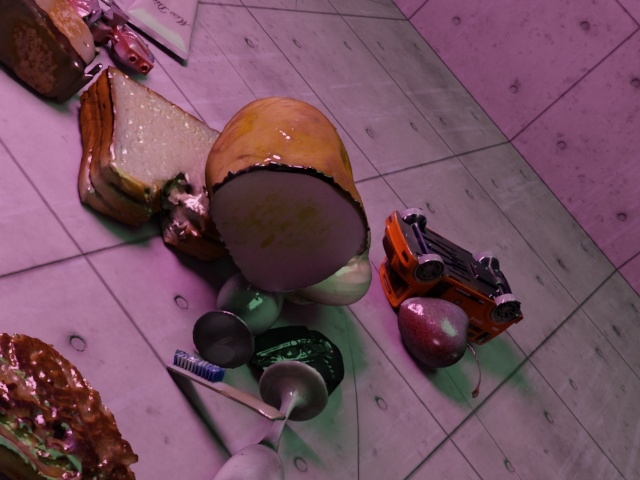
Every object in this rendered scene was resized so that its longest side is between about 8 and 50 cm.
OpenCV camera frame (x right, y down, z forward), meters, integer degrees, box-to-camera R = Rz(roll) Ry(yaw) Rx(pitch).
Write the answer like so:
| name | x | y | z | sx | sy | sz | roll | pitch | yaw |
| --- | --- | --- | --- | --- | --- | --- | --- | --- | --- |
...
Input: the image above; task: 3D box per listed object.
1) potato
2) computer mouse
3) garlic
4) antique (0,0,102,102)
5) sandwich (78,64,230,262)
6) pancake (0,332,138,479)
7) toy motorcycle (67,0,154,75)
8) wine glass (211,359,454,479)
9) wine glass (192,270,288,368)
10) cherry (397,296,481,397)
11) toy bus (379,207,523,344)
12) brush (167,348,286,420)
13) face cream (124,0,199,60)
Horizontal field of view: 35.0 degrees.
| name | x | y | z | sx | sy | sz | roll | pitch | yaw |
| --- | --- | --- | --- | --- | --- | --- | --- | --- | --- |
| potato | -0.062 | -0.094 | 1.439 | 0.229 | 0.229 | 0.266 | 32 | 29 | -28 |
| computer mouse | -0.022 | 0.173 | 1.484 | 0.192 | 0.062 | 0.105 | 11 | 43 | -52 |
| garlic | -0.027 | -0.015 | 1.602 | 0.203 | 0.184 | 0.281 | -3 | 54 | -37 |
| antique | -0.443 | -0.334 | 1.486 | 0.284 | 0.150 | 0.125 | 46 | 24 | -21 |
| sandwich | -0.228 | -0.102 | 1.518 | 0.273 | 0.095 | 0.249 | 29 | 33 | -33 |
| pancake | -0.299 | 0.194 | 1.051 | 0.257 | 0.056 | 0.212 | 49 | 18 | 20 |
| toy motorcycle | -0.359 | -0.344 | 1.672 | 0.212 | 0.084 | 0.118 | 37 | 20 | -31 |
| wine glass | 0.007 | 0.248 | 1.215 | 0.309 | 0.264 | 0.096 | -62 | 135 | -62 |
| wine glass | -0.104 | 0.094 | 1.436 | 0.093 | 0.093 | 0.202 | 45 | 28 | -4 |
| cherry | 0.196 | 0.173 | 1.756 | 0.148 | 0.115 | 0.188 | 57 | 26 | -25 |
| toy bus | 0.225 | 0.074 | 1.888 | 0.329 | 0.153 | 0.143 | 27 | 31 | -38 |
| brush | -0.116 | 0.180 | 1.268 | 0.179 | 0.030 | 0.033 | 21 | 0 | 31 |
| face cream | -0.289 | -0.470 | 1.965 | 0.143 | 0.089 | 0.314 | 35 | 40 | -23 |
